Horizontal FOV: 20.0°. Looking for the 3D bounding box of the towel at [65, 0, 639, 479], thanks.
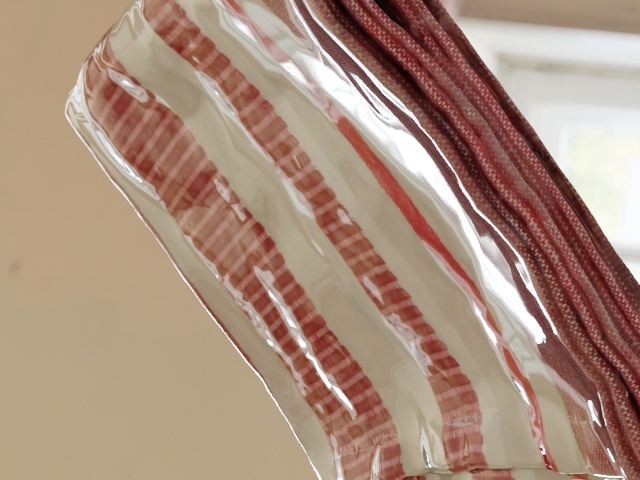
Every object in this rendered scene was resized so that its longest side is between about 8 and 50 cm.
[{"bbox_3d":[0.000,0.000,0.696,0.037,0.237,0.329,-37,-176,-21],"label":"towel"}]
